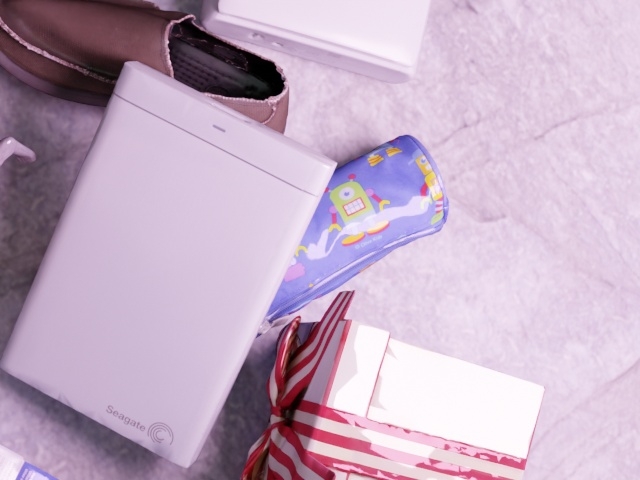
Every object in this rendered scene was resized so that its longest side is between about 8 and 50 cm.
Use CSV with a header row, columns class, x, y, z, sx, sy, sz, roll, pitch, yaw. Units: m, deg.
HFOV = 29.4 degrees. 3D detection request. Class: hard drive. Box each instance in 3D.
class,x,y,z,sx,sy,sz,roll,pitch,yaw
hard drive,-0.162,0.028,1.245,0.233,0.047,0.353,27,104,7

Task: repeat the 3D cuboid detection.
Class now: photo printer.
class,x,y,z,sx,sy,sz,roll,pitch,yaw
photo printer,0.019,-0.358,1.386,0.256,0.107,0.307,15,82,-12

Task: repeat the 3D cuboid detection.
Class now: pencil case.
class,x,y,z,sx,sy,sz,roll,pitch,yaw
pencil case,0.000,0.000,1.345,0.306,0.119,0.133,-29,64,-14

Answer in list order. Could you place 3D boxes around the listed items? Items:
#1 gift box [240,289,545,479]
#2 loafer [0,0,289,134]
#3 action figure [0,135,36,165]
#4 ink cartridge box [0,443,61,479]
class,x,y,z,sx,sy,sz,roll,pitch,yaw
gift box,0.063,0.205,1.273,0.258,0.276,0.255,18,76,-10
loafer,-0.188,-0.211,1.298,0.366,0.130,0.134,19,58,-16
action figure,-0.497,-0.061,1.181,0.341,0.178,0.330,39,60,-5
ink cartridge box,-0.432,0.251,1.211,0.311,0.065,0.186,32,59,-16
